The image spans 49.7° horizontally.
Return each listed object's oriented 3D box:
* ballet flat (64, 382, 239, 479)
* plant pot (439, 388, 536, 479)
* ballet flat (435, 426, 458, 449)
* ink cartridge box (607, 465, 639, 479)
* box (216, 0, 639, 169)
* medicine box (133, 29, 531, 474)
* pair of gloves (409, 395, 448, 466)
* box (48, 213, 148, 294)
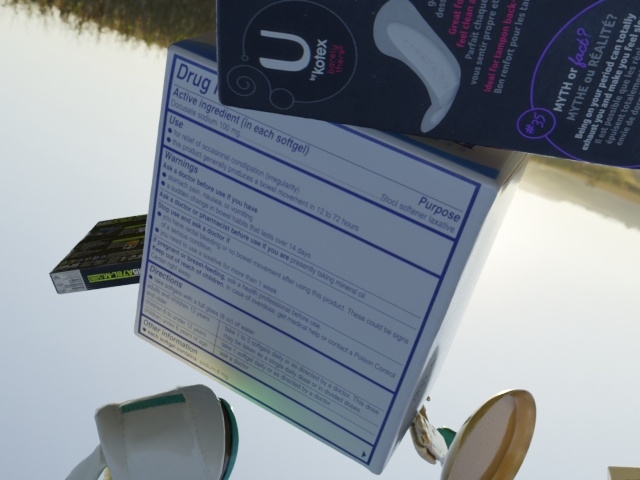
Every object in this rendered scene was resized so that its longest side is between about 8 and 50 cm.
[{"bbox_3d":[-0.193,0.294,0.603,0.139,0.400,0.139,19,-162,-6],"label":"ballet flat"},{"bbox_3d":[0.256,0.332,1.072,0.236,0.236,0.032,7,-167,-46],"label":"plant pot"},{"bbox_3d":[0.379,0.535,1.682,0.087,0.083,0.247,35,176,-41],"label":"ballet flat"},{"bbox_3d":[0.425,0.382,0.920,0.067,0.115,0.198,-3,-169,17],"label":"ink cartridge box"},{"bbox_3d":[0.084,-0.163,0.408,0.270,0.165,0.143,9,-136,2],"label":"box"},{"bbox_3d":[0.000,0.000,0.591,0.263,0.289,0.149,26,-148,17],"label":"medicine box"},{"bbox_3d":[0.184,0.319,1.338,0.204,0.042,0.240,50,-160,-56],"label":"pair of gloves"},{"bbox_3d":[-0.295,0.011,1.081,0.190,0.045,0.184,-8,-157,11],"label":"box"}]
